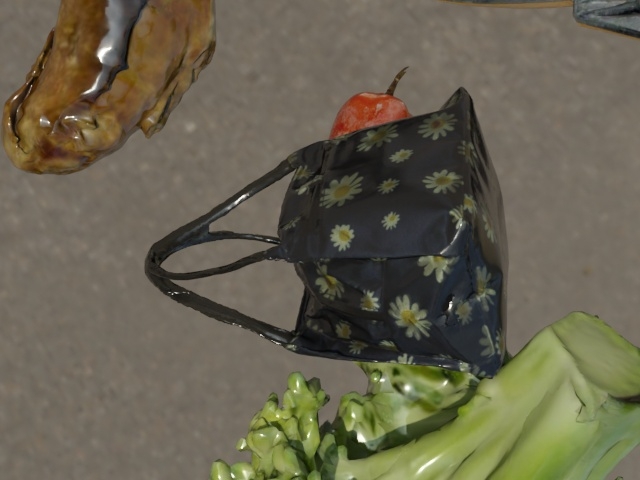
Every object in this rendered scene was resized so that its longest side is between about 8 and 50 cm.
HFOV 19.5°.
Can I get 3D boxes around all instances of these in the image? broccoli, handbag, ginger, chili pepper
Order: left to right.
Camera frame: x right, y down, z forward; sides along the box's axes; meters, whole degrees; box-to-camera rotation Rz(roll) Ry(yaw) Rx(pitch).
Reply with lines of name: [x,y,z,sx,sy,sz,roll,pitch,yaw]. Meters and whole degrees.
ginger: [-0.183,-0.206,1.708,0.165,0.172,0.321,69,32,-73]
handbag: [0.000,0.000,0.705,0.139,0.115,0.072,-5,121,8]
chili pepper: [0.059,-0.120,2.021,0.192,0.084,0.086,-64,153,-28]
broccoli: [0.087,0.177,1.197,0.317,0.277,0.338,-50,161,3]

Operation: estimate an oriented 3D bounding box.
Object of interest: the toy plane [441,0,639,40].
toy plane: [0.213,-0.175,1.156,0.316,0.204,0.103,1,160,13]
